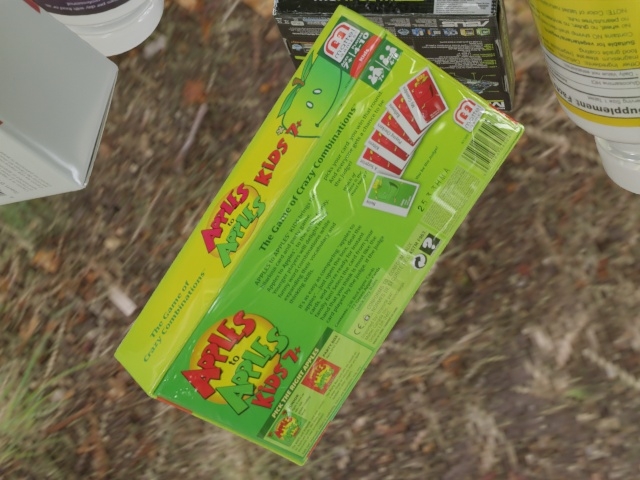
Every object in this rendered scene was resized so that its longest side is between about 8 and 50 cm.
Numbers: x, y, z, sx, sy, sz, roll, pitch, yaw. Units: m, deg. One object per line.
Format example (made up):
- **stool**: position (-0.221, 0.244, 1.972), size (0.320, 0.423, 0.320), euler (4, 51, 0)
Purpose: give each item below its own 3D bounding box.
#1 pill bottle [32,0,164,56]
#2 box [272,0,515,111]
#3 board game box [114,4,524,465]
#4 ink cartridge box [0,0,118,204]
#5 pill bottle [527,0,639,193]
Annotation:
- **pill bottle**: position (-0.149, -0.198, 1.044), size (0.108, 0.193, 0.108), euler (-2, 61, 4)
- **box**: position (0.069, -0.169, 1.501), size (0.191, 0.184, 0.045), euler (2, 71, 12)
- **board game box**: position (0.000, 0.000, 0.755), size (0.092, 0.043, 0.181), euler (30, 95, -36)
- **ink cartridge box**: position (-0.209, -0.072, 0.845), size (0.127, 0.175, 0.072), euler (37, 56, -42)
- **pill bottle**: position (0.275, -0.206, 1.476), size (0.188, 0.188, 0.334), euler (-41, 132, -21)
